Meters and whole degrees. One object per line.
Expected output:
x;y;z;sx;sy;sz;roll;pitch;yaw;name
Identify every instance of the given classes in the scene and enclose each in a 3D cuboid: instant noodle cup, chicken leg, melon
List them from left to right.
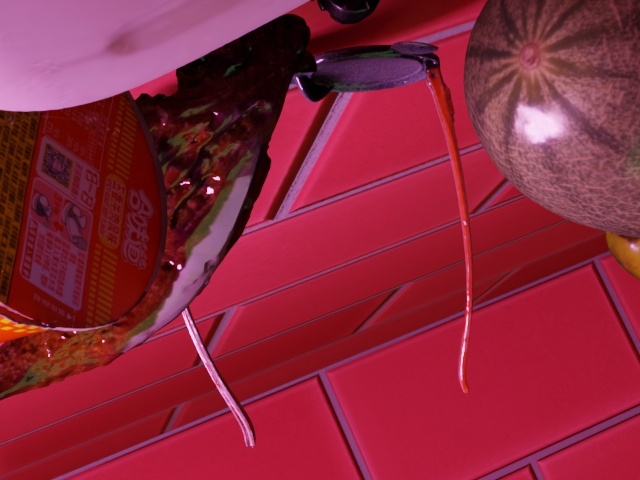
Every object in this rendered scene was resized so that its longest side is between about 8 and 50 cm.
-0.222;-0.011;0.636;0.212;0.193;0.193;-22;171;29;instant noodle cup
-0.140;0.020;0.765;0.407;0.096;0.158;-46;151;3;chicken leg
0.241;-0.120;0.866;0.302;0.237;0.237;-6;159;-41;melon

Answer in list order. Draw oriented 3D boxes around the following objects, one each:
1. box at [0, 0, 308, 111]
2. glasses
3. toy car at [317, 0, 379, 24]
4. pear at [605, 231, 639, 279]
-0.038;-0.169;0.290;0.289;0.141;0.349;-29;165;-2;box
0.000;0.000;0.866;0.234;0.268;0.118;-15;176;1;glasses
0.068;-0.183;0.587;0.210;0.108;0.089;-17;169;-15;toy car
0.480;-0.071;1.436;0.318;0.238;0.342;-40;159;8;pear
